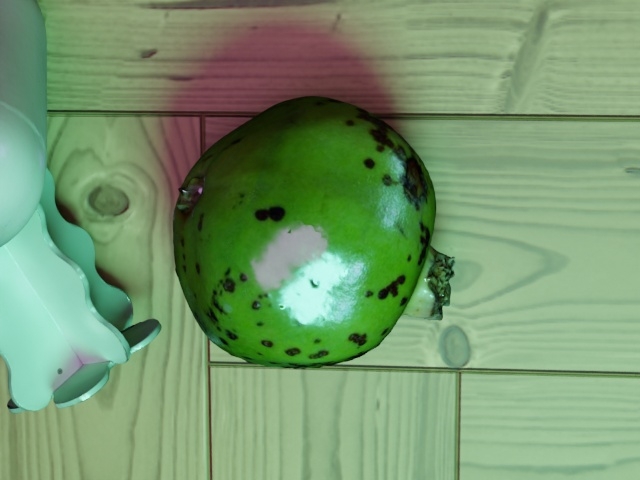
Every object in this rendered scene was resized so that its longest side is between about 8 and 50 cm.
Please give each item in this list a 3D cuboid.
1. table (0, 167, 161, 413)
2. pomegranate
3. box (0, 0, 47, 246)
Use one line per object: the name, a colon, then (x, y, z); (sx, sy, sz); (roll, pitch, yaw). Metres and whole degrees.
table: (-0.270, 0.040, 1.415); (0.166, 0.166, 0.198); (-27, 107, 10)
pomegranate: (0.000, 0.000, 1.367); (0.270, 0.254, 0.254); (17, 103, -7)
box: (-0.376, -0.092, 1.339); (0.288, 0.349, 0.141); (-22, 130, 9)
